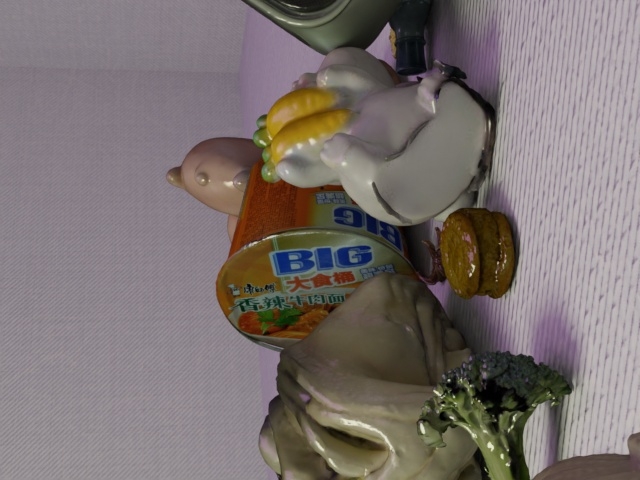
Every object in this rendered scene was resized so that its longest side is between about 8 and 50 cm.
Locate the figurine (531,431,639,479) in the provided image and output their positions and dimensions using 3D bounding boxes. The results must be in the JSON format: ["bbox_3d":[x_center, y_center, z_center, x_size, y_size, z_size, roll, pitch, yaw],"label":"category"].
[{"bbox_3d":[0.213,0.283,0.575,0.332,0.204,0.185,62,172,-10],"label":"figurine"}]

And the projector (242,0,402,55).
[{"bbox_3d":[-0.012,-0.379,1.108,0.249,0.248,0.249,-56,-7,9],"label":"projector"}]

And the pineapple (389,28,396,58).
[{"bbox_3d":[0.115,-0.307,1.365,0.045,0.019,0.083,-117,29,-55],"label":"pineapple"}]

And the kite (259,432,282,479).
[{"bbox_3d":[-0.003,0.241,1.225,0.127,0.016,0.229,59,-148,-14],"label":"kite"}]

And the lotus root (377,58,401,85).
[{"bbox_3d":[0.089,-0.224,1.384,0.150,0.062,0.073,-108,14,-59],"label":"lotus root"}]

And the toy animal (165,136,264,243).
[{"bbox_3d":[-0.069,-0.035,1.604,0.277,0.345,0.247,30,114,39],"label":"toy animal"}]

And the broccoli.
[{"bbox_3d":[0.173,0.198,0.864,0.118,0.122,0.204,-2,105,58],"label":"broccoli"}]

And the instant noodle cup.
[{"bbox_3d":[0.000,0.000,1.353,0.296,0.296,0.214,103,172,-50],"label":"instant noodle cup"}]

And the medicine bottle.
[{"bbox_3d":[0.116,-0.327,1.257,0.090,0.053,0.209,151,117,-78],"label":"medicine bottle"}]

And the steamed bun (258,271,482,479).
[{"bbox_3d":[0.054,0.231,1.075,0.339,0.247,0.352,-106,18,-67],"label":"steamed bun"}]

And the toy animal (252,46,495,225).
[{"bbox_3d":[0.062,-0.128,1.123,0.310,0.247,0.183,29,103,60],"label":"toy animal"}]

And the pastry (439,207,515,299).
[{"bbox_3d":[0.165,0.014,1.001,0.109,0.057,0.097,-161,69,-80],"label":"pastry"}]

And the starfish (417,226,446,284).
[{"bbox_3d":[0.145,0.024,1.190,0.091,0.028,0.078,-106,25,-63],"label":"starfish"}]
